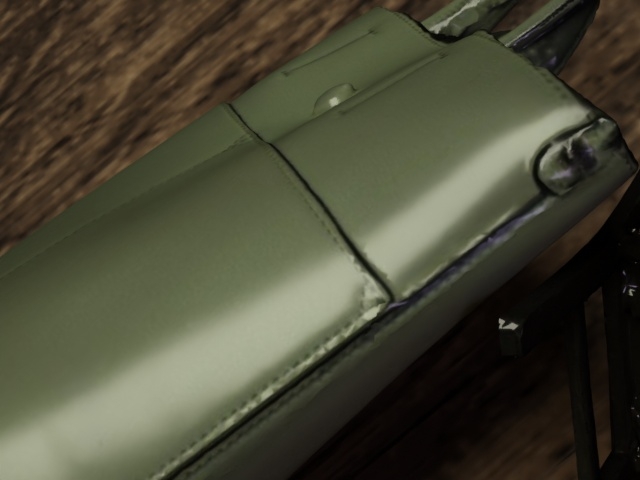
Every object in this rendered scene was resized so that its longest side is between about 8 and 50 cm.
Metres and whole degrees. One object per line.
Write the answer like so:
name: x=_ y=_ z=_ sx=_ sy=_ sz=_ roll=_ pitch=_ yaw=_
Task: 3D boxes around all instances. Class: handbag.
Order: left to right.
handbag: x=0.000 y=0.000 z=0.520 sx=0.315 sy=0.109 sz=0.241 roll=-36 pitch=17 yaw=-2

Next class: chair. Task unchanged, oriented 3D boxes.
chair: x=0.135 y=0.023 z=0.487 sx=0.084 sy=0.101 sz=0.212 roll=4 pitch=26 yaw=30
